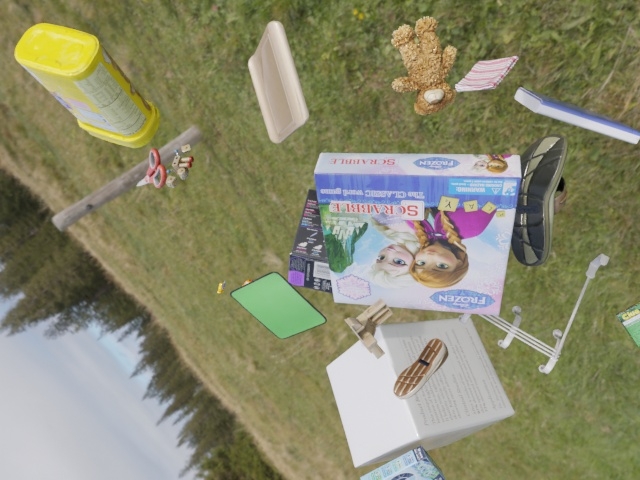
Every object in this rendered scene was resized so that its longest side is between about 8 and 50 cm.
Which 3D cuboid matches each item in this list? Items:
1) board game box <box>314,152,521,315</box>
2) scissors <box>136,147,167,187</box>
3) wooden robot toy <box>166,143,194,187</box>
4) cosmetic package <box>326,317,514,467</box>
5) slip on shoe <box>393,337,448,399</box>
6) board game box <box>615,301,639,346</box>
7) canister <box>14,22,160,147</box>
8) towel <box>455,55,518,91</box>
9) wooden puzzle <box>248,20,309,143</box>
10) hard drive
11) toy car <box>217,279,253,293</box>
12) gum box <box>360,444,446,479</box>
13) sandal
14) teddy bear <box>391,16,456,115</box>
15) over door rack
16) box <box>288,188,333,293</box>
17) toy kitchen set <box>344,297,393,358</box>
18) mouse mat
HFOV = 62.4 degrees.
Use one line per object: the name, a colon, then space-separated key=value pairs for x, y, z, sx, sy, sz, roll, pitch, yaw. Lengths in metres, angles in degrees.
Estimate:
board game box: x=0.165 y=-0.004 z=0.927 sx=0.318 sy=0.066 sz=0.318 roll=3 pitch=133 yaw=14
scissors: x=-0.515 y=-0.178 z=1.592 sx=0.297 sy=0.021 sz=0.109 roll=-32 pitch=78 yaw=55
wooden robot toy: x=-0.465 y=-0.240 z=1.799 sx=0.076 sy=0.174 sz=0.079 roll=2 pitch=147 yaw=11
cosmetic package: x=0.294 y=0.458 z=1.625 sx=0.327 sy=0.393 sz=0.330 roll=-50 pitch=48 yaw=45
slip on shoe: x=0.192 y=0.246 z=0.993 sx=0.051 sy=0.135 sz=0.041 roll=22 pitch=158 yaw=51
board game box: x=1.215 y=0.259 z=1.884 sx=0.136 sy=0.259 sz=0.030 roll=59 pitch=-166 yaw=4
canister: x=-0.315 y=-0.210 z=0.731 sx=0.126 sy=0.073 sz=0.170 roll=18 pitch=164 yaw=15
towel: x=0.550 y=-0.555 z=1.749 sx=0.144 sy=0.197 sz=0.029 roll=9 pitch=138 yaw=44
wooden puzzle: x=-0.093 y=-0.347 z=1.197 sx=0.238 sy=0.044 sz=0.221 roll=-2 pitch=105 yaw=70
hard drive: x=0.773 y=-0.382 z=1.604 sx=0.318 sy=0.210 sz=0.040 roll=16 pitch=116 yaw=-6
toy car: x=-0.237 y=0.137 z=1.554 sx=0.060 sy=0.122 sz=0.041 roll=24 pitch=110 yaw=45
gum box: x=0.221 y=0.633 z=1.400 sx=0.157 sy=0.184 sz=0.041 roll=55 pitch=-173 yaw=-36
sandal: x=0.509 y=-0.091 z=1.216 sx=0.120 sy=0.086 sz=0.303 roll=21 pitch=107 yaw=60
teddy bear: x=0.373 y=-0.611 z=1.871 sx=0.113 sy=0.244 sz=0.338 roll=-132 pitch=35 yaw=-66
over door rack: x=0.513 y=0.125 z=1.288 sx=0.239 sy=0.324 sz=0.108 roll=31 pitch=166 yaw=10
box: x=0.000 y=0.000 z=1.624 sx=0.143 sy=0.271 sz=0.165 roll=11 pitch=141 yaw=3
toy kitchen set: x=0.089 y=0.137 z=0.890 sx=0.068 sy=0.075 sz=0.083 roll=53 pitch=177 yaw=-27
mouse mat: x=-0.095 y=0.152 z=1.201 sx=0.152 sy=0.007 sz=0.190 roll=-26 pitch=120 yaw=30
